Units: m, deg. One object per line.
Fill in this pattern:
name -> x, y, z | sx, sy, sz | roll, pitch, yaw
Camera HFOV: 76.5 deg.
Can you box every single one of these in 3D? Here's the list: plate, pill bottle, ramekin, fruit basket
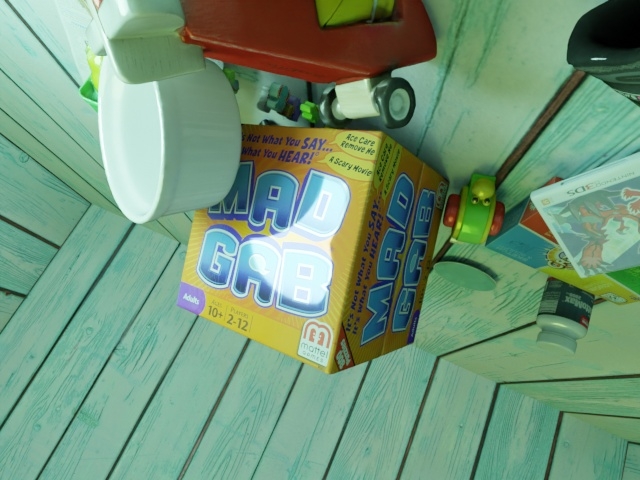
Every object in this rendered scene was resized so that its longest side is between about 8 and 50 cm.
plate -> 0.435, 0.101, 1.222 | 0.188, 0.024, 0.188 | 24, 163, 8
pill bottle -> 0.586, 0.178, 0.979 | 0.107, 0.180, 0.108 | 23, 162, 8
ramekin -> -0.245, -0.172, 0.654 | 0.135, 0.277, 0.277 | -10, -169, -42
fruit basket -> -0.355, -0.356, 0.835 | 0.326, 0.166, 0.353 | 22, 149, -7

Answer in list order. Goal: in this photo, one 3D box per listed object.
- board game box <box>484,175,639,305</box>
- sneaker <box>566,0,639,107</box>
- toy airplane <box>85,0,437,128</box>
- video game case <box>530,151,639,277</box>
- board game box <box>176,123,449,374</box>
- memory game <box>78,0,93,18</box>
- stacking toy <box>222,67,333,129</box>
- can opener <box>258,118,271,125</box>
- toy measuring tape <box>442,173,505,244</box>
board game box -> 0.527, 0.015, 0.792 | 0.316, 0.064, 0.242 | 24, 162, 5
sneaker -> 0.308, -0.230, 0.212 | 0.202, 0.185, 0.483 | 19, 160, 7
toy airplane -> -0.054, -0.278, 0.426 | 0.385, 0.273, 0.384 | 9, -169, 9
video game case -> 0.469, -0.033, 0.641 | 0.183, 0.023, 0.201 | -24, 118, 42
board game box -> 0.000, 0.000, 0.809 | 0.356, 0.357, 0.356 | 13, -177, 33
memory game -> -0.378, -0.413, 0.588 | 0.186, 0.012, 0.186 | 47, 163, 19
stacking toy -> -0.060, -0.250, 0.729 | 0.166, 0.052, 0.221 | 22, -169, 10
can opener -> -0.126, -0.234, 1.009 | 0.059, 0.073, 0.186 | -11, 172, -14
toy measuring tape -> 0.314, -0.026, 0.875 | 0.121, 0.121, 0.330 | 21, 161, 15
